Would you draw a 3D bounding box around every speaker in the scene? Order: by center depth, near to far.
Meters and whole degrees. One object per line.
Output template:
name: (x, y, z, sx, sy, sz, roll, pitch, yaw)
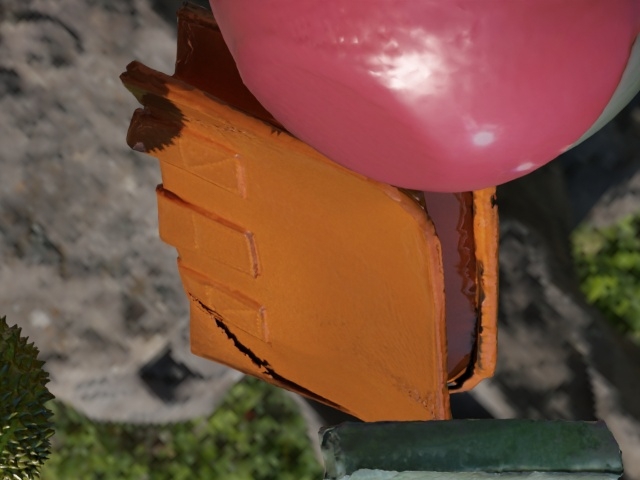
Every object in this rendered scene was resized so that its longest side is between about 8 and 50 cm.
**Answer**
speaker: (0.085, -0.173, 1.085, 0.294, 0.294, 0.294, -29, 142, -25)

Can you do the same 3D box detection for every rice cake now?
rice cake: (0.098, 0.138, 1.238, 0.211, 0.043, 0.034, 2, 157, -17)

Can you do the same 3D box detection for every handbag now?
handbag: (0.000, 0.000, 1.608, 0.116, 0.303, 0.410, -55, 156, -29)

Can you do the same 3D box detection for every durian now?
durian: (-0.275, 0.132, 1.412, 0.146, 0.159, 0.198, -46, -177, -38)
